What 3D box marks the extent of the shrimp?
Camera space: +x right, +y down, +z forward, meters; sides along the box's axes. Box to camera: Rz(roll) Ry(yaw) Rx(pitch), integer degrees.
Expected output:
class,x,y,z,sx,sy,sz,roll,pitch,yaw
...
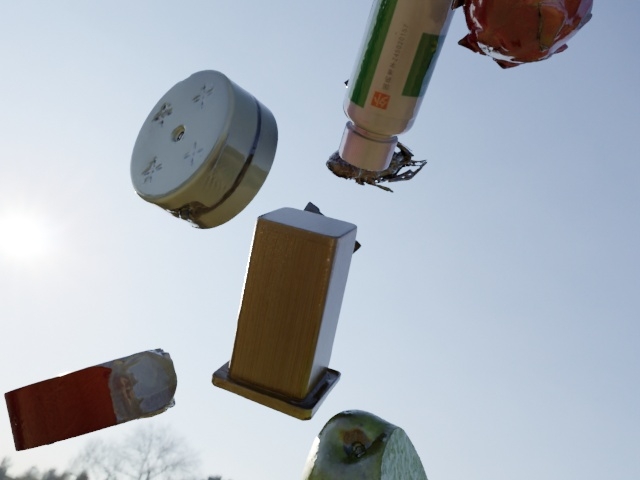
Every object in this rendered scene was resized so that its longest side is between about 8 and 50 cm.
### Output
class,x,y,z,sx,sy,sz,roll,pitch,yaw
shrimp,0.092,-0.118,1.005,0.190,0.074,0.073,0,30,-38

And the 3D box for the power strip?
class,x,y,z,sx,sy,sz,roll,pitch,yaw
power strip,-0.267,-0.194,1.502,0.358,0.357,0.161,-5,-26,39

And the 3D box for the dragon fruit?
class,x,y,z,sx,sy,sz,roll,pitch,yaw
dragon fruit,0.200,-0.238,0.631,0.136,0.133,0.166,22,-47,-11

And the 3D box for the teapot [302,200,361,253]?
class,x,y,z,sx,sy,sz,roll,pitch,yaw
teapot,0.000,0.000,1.347,0.177,0.096,0.087,40,-1,36

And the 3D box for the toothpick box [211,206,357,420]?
class,x,y,z,sx,sy,sz,roll,pitch,yaw
toothpick box,-0.047,0.113,1.151,0.190,0.308,0.187,16,14,16

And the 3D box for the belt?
class,x,y,z,sx,sy,sz,roll,pitch,yaw
belt,-0.399,0.279,1.161,0.324,0.115,0.227,-19,-7,23

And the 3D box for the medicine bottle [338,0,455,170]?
class,x,y,z,sx,sy,sz,roll,pitch,yaw
medicine bottle,0.087,-0.210,0.772,0.095,0.095,0.260,20,-61,1

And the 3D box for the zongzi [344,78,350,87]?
class,x,y,z,sx,sy,sz,roll,pitch,yaw
zongzi,0.102,-0.474,2.018,0.083,0.067,0.073,-1,3,-12

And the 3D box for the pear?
class,x,y,z,sx,sy,sz,roll,pitch,yaw
pear,0.051,0.377,0.943,0.159,0.292,0.292,-7,-38,23
